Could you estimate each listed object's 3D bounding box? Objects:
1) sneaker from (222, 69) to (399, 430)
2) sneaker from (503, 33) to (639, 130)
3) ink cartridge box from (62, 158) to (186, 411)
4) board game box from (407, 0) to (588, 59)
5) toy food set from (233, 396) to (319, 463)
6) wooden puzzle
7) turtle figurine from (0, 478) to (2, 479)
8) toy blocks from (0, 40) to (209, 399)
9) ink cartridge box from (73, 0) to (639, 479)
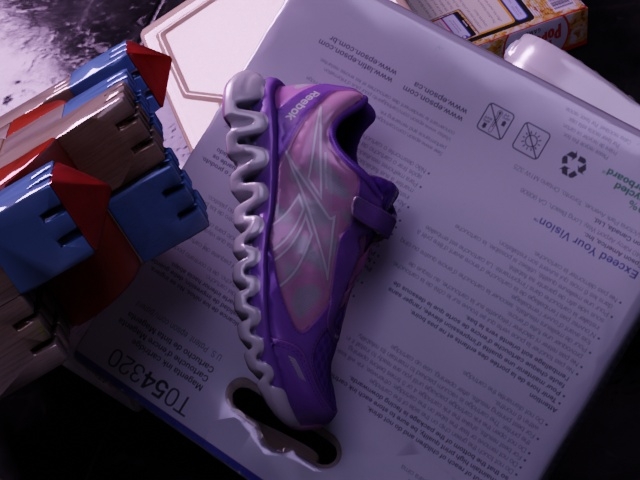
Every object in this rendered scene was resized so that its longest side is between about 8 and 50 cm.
[{"bbox_3d":[0.000,0.000,0.863,0.104,0.095,0.236,-6,77,8],"label":"sneaker"},{"bbox_3d":[0.240,0.008,0.972,0.366,0.135,0.150,42,96,30],"label":"sneaker"},{"bbox_3d":[-0.161,0.009,1.067,0.232,0.066,0.189,24,57,36],"label":"ink cartridge box"},{"bbox_3d":[0.115,-0.200,1.203,0.193,0.045,0.147,-20,50,-8],"label":"board game box"},{"bbox_3d":[0.001,0.069,0.991,0.132,0.038,0.192,25,58,27],"label":"toy food set"},{"bbox_3d":[-0.035,-0.171,1.176,0.221,0.044,0.239,-32,46,8],"label":"wooden puzzle"},{"bbox_3d":[-0.184,0.256,0.761,0.198,0.275,0.266,21,42,-18],"label":"turtle figurine"},{"bbox_3d":[-0.195,-0.010,0.886,0.261,0.191,0.381,-30,20,3],"label":"toy blocks"},{"bbox_3d":[0.045,0.023,0.925,0.324,0.071,0.330,32,91,19],"label":"ink cartridge box"}]
